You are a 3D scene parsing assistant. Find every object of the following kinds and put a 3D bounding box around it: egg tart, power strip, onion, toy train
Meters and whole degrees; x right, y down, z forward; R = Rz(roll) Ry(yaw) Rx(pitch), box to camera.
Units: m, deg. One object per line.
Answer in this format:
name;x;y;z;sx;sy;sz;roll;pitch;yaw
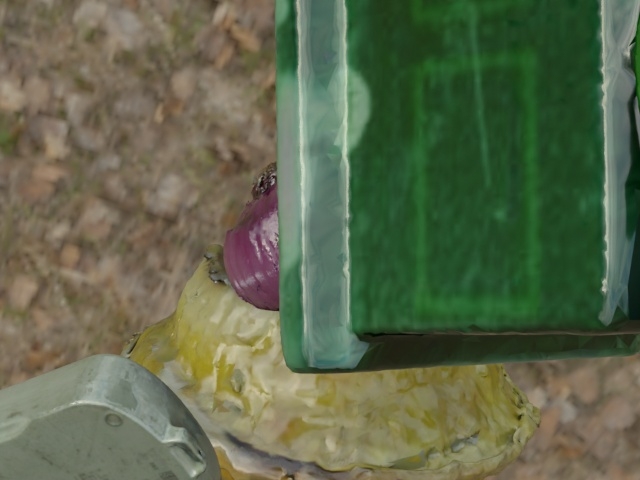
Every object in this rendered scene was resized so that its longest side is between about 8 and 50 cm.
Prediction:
egg tart;0.008;0.084;1.429;0.345;0.132;0.345;8;18;-3
power strip;-0.138;0.103;0.724;0.080;0.226;0.029;55;29;-29
onion;0.000;0.000;1.076;0.104;0.115;0.115;53;50;-16
toy train;0.097;-0.088;0.428;0.145;0.202;0.266;1;88;-44
